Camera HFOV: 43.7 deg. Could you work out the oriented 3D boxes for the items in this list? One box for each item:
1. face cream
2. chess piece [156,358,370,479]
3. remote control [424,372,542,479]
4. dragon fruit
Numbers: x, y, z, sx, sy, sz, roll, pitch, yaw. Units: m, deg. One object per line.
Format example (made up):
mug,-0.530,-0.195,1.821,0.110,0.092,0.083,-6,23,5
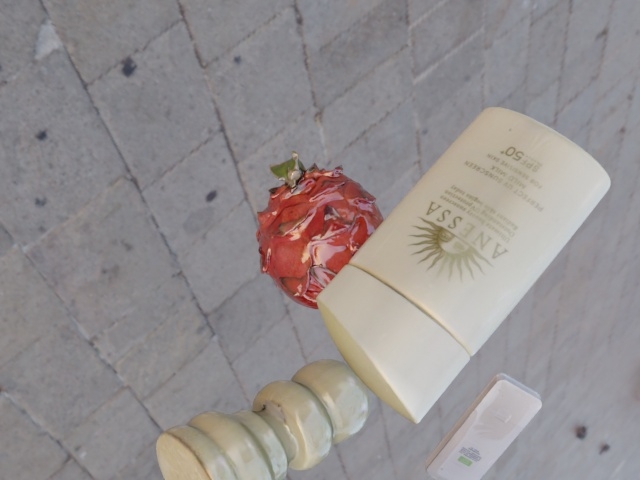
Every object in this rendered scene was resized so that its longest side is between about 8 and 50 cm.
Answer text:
face cream,0.145,0.014,0.867,0.348,0.173,0.081,-47,156,-14
chess piece,-0.060,0.268,1.109,0.300,0.167,0.167,-26,140,-37
remote control,0.300,0.361,1.485,0.250,0.103,0.034,-58,-172,19
dragon fruit,0.000,0.000,1.013,0.172,0.209,0.172,-20,163,-6
